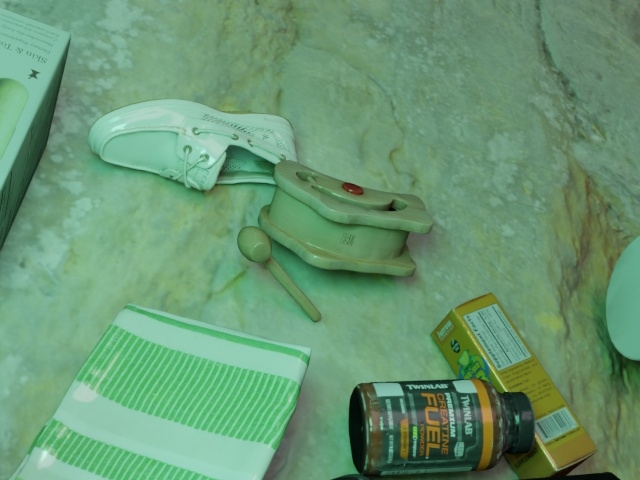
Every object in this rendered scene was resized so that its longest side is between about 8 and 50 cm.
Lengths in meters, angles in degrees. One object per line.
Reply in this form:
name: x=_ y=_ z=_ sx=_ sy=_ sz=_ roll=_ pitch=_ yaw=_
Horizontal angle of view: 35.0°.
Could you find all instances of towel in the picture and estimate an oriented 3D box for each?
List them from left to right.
towel: x=-0.171 y=0.205 z=1.005 sx=0.248 sy=0.038 sz=0.324 roll=12 pitch=46 yaw=19

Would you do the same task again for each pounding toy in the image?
pounding toy: x=0.000 y=0.000 z=1.283 sx=0.270 sy=0.154 sz=0.154 roll=7 pitch=24 yaw=-31

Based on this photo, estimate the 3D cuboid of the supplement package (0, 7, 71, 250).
supplement package: x=-0.413 y=-0.106 z=1.088 sx=0.199 sy=0.198 sz=0.262 roll=19 pitch=50 yaw=-11

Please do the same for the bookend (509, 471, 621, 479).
bookend: x=0.260 y=0.345 z=1.122 sx=0.156 sy=0.072 sz=0.157 roll=-7 pitch=85 yaw=5

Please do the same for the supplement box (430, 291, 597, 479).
supplement box: x=0.232 y=0.183 z=1.244 sx=0.080 sy=0.078 sz=0.233 roll=-15 pitch=62 yaw=-30

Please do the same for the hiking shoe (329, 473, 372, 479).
hiking shoe: x=-0.017 y=0.294 z=1.021 sx=0.227 sy=0.114 sz=0.086 roll=-22 pitch=69 yaw=-34

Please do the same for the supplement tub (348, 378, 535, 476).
supplement tub: x=0.136 y=0.207 z=1.138 sx=0.198 sy=0.106 sz=0.106 roll=-1 pitch=55 yaw=-9

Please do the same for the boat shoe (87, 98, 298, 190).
boat shoe: x=-0.149 y=-0.110 z=1.277 sx=0.277 sy=0.098 sz=0.096 roll=-1 pitch=55 yaw=-27

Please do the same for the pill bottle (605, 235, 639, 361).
pill bottle: x=0.607 y=0.113 z=1.366 sx=0.408 sy=0.229 sz=0.229 roll=13 pitch=51 yaw=-15
